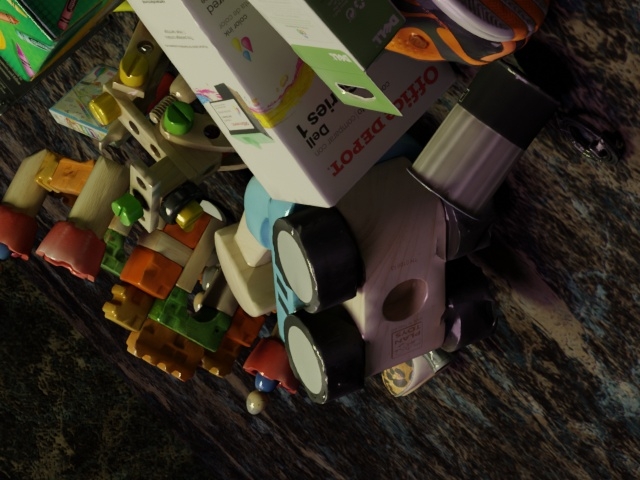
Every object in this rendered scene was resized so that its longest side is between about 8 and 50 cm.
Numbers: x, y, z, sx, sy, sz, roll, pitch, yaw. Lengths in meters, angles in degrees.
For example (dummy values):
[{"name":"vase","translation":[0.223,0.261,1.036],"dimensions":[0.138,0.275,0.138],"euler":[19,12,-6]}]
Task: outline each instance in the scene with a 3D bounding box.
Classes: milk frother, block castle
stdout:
[{"name":"milk frother","translation":[0.180,-0.076,1.513],"dimensions":[0.143,0.135,0.129],"euler":[39,-169,22]},{"name":"block castle","translation":[-0.236,0.064,2.317],"dimensions":[0.453,0.213,0.303],"euler":[33,168,-33]}]

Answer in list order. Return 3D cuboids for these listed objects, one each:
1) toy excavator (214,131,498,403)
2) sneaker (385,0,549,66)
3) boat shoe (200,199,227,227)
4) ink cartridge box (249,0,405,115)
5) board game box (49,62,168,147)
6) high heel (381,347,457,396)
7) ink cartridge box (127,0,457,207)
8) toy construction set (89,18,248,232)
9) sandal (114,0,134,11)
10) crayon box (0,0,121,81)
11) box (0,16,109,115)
[{"name":"toy excavator","translation":[0.000,0.000,1.931],"dimensions":[0.445,0.222,0.433],"euler":[52,155,42]},{"name":"sneaker","translation":[0.041,-0.262,1.432],"dimensions":[0.321,0.124,0.180],"euler":[45,159,-3]},{"name":"boat shoe","translation":[-0.181,-0.039,2.452],"dimensions":[0.040,0.049,0.142],"euler":[16,-176,-46]},{"name":"ink cartridge box","translation":[0.000,-0.202,1.396],"dimensions":[0.209,0.062,0.109],"euler":[46,166,-28]},{"name":"board game box","translation":[-0.293,-0.188,2.274],"dimensions":[0.154,0.103,0.026],"euler":[24,152,45]},{"name":"high heel","translation":[0.093,0.104,2.159],"dimensions":[0.186,0.093,0.261],"euler":[55,165,7]},{"name":"ink cartridge box","translation":[-0.025,-0.198,1.573],"dimensions":[0.117,0.201,0.278],"euler":[12,143,57]},{"name":"toy construction set","translation":[-0.205,-0.132,2.014],"dimensions":[0.257,0.237,0.309],"euler":[49,161,-13]},{"name":"sandal","translation":[-0.279,-0.349,1.943],"dimensions":[0.317,0.126,0.138],"euler":[24,116,59]},{"name":"crayon box","translation":[-0.203,-0.289,1.629],"dimensions":[0.081,0.278,0.165],"euler":[48,160,-7]},{"name":"box","translation":[-0.406,-0.263,2.190],"dimensions":[0.108,0.207,0.153],"euler":[51,158,-17]}]
